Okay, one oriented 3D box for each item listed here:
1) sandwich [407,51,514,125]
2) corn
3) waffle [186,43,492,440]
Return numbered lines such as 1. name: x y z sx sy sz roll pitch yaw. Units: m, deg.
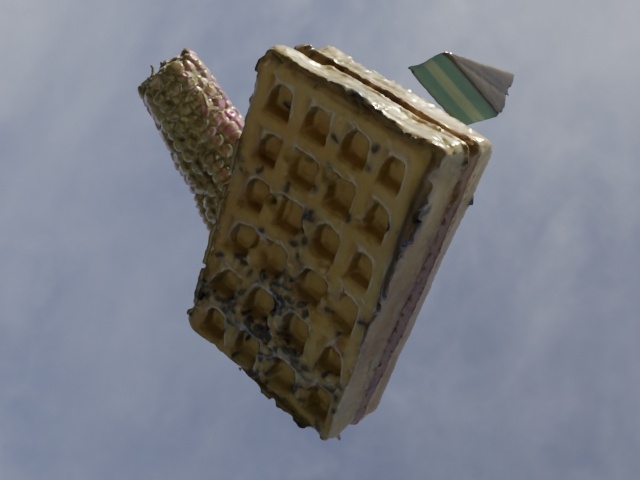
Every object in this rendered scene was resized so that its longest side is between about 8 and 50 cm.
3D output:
1. sandwich: 0.176 -0.211 1.257 0.074 0.116 0.074 -13 -137 48
2. corn: -0.116 -0.087 1.293 0.126 0.126 0.335 -23 -81 23
3. waffle: 0.000 0.000 1.100 0.261 0.114 0.376 35 -59 25
